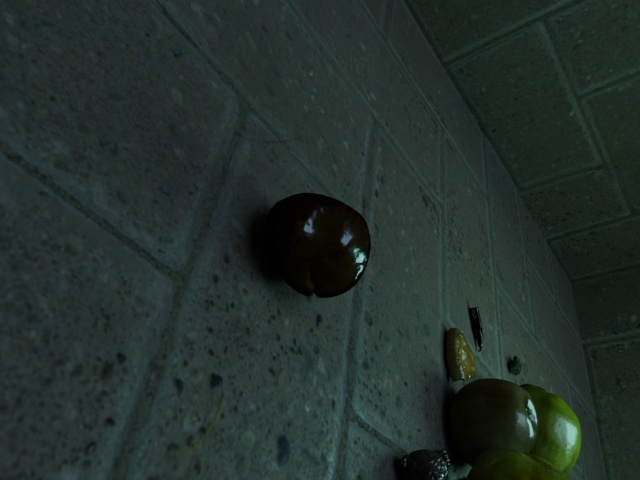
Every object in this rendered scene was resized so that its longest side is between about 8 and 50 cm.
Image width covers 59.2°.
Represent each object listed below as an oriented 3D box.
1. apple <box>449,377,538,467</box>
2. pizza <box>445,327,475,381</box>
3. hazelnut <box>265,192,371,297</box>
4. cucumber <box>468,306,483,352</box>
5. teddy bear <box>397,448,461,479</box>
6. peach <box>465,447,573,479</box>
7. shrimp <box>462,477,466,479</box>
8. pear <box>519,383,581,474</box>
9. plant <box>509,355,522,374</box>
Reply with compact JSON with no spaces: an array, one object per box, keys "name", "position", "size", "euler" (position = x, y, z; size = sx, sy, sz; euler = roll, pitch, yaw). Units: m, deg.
[{"name":"apple","position":[0.507,0.532,1.638],"size":[0.257,0.234,0.257],"euler":[40,40,-45]},{"name":"pizza","position":[0.451,0.374,1.811],"size":[0.161,0.062,0.182],"euler":[23,50,-43]},{"name":"hazelnut","position":[0.000,0.000,1.166],"size":[0.234,0.218,0.218],"euler":[55,34,-23]},{"name":"cucumber","position":[0.572,0.322,2.042],"size":[0.043,0.039,0.163],"euler":[8,63,-33]},{"name":"teddy bear","position":[0.257,0.589,1.320],"size":[0.140,0.177,0.190],"euler":[118,-35,-69]},{"name":"peach","position":[0.495,0.679,1.384],"size":[0.315,0.314,0.281],"euler":[22,95,-54]},{"name":"shrimp","position":[0.408,0.761,1.525],"size":[0.365,0.071,0.233],"euler":[27,42,-47]},{"name":"pear","position":[0.672,0.643,1.805],"size":[0.287,0.287,0.375],"euler":[44,63,-37]},{"name":"plant","position":[0.787,0.496,2.271],"size":[0.051,0.051,0.102],"euler":[62,28,-14]}]
